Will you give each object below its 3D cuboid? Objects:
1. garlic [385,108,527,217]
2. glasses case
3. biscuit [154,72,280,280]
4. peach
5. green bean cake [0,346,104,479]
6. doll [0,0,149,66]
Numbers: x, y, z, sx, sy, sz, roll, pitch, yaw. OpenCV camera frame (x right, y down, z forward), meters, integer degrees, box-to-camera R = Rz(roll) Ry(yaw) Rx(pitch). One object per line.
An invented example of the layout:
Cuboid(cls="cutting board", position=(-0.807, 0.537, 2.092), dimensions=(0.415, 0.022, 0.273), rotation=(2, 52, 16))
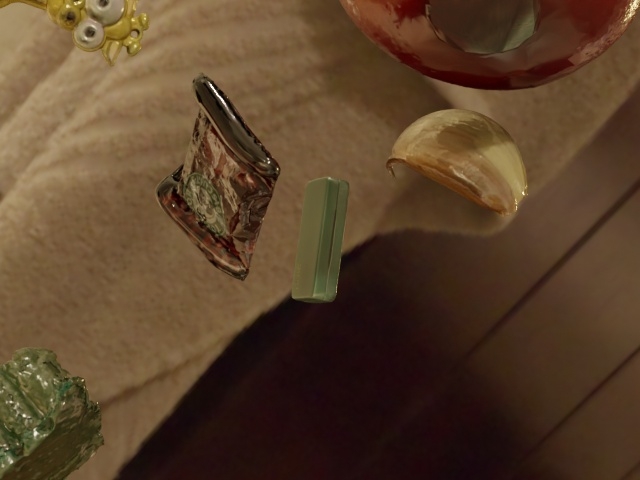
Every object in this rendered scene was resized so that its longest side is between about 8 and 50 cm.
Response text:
Cuboid(cls="garlic", position=(0.177, -0.120, 1.665), dimensions=(0.207, 0.115, 0.128), rotation=(23, -5, 29))
Cuboid(cls="glasses case", position=(0.000, 0.000, 1.886), dimensions=(0.039, 0.184, 0.078), rotation=(12, -10, -26))
Cuboid(cls="biscuit", position=(-0.108, -0.067, 1.365), dimensions=(0.063, 0.235, 0.151), rotation=(-22, 65, -31))
Cuboid(cls="peach", position=(0.194, -0.342, 1.488), dimensions=(0.406, 0.335, 0.310), rotation=(28, 31, -22))
Cuboid(cls="green bean cake", position=(-0.399, 0.259, 1.567), dimensions=(0.132, 0.255, 0.241), rotation=(44, -17, 18))
Cuboid(cls="doll", position=(-0.369, -0.323, 1.669), dimensions=(0.291, 0.117, 0.086), rotation=(23, 5, -10))
